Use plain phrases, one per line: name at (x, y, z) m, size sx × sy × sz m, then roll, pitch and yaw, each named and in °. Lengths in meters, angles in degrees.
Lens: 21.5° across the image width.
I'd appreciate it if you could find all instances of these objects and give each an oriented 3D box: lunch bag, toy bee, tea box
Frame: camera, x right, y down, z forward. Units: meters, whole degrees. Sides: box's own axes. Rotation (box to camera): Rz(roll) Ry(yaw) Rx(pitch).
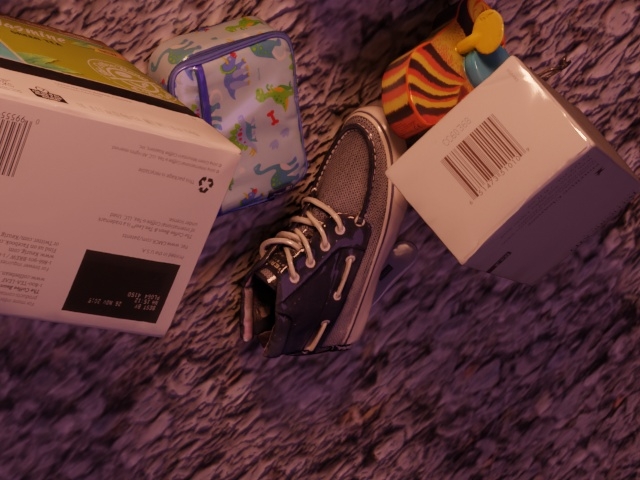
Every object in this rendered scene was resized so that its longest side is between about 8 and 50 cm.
lunch bag at (-0.111, -0.139, 1.966) m, size 0.176 × 0.090 × 0.219 m, roll -19°, pitch 124°, yaw -25°
toy bee at (0.163, -0.236, 2.086) m, size 0.195 × 0.162 × 0.298 m, roll -27°, pitch 179°, yaw 27°
tea box at (-0.318, -0.085, 1.676) m, size 0.329 × 0.323 × 0.220 m, roll 12°, pitch 108°, yaw -41°

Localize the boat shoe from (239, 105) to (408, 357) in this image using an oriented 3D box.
boat shoe at (0.000, 0.000, 2.096) m, size 0.158 × 0.127 × 0.340 m, roll -11°, pitch 122°, yaw -41°

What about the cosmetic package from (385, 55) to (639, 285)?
cosmetic package at (0.253, -0.075, 2.101) m, size 0.217 × 0.156 × 0.385 m, roll -43°, pitch 161°, yaw 13°

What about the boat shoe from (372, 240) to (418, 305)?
boat shoe at (0.074, 0.055, 2.244) m, size 0.142 × 0.049 × 0.040 m, roll -39°, pitch 170°, yaw -7°
